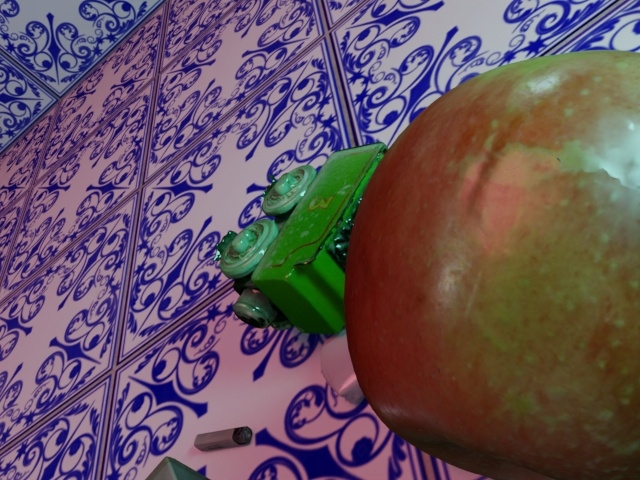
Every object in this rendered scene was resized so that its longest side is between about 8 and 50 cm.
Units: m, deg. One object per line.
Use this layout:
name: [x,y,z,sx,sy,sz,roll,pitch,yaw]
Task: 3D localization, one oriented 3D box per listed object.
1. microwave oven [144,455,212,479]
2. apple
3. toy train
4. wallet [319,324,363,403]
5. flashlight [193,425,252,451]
microwave oven: [-0.152,0.346,0.767,0.205,0.129,0.163,-49,34,0]
apple: [0.171,0.035,0.544,0.319,0.319,0.277,-4,71,49]
toy train: [0.000,0.000,0.933,0.188,0.132,0.243,-5,44,48]
wallet: [0.076,0.091,0.854,0.190,0.033,0.095,-43,30,9]
flashlight: [-0.115,0.235,0.945,0.083,0.018,0.018,-20,40,37]
